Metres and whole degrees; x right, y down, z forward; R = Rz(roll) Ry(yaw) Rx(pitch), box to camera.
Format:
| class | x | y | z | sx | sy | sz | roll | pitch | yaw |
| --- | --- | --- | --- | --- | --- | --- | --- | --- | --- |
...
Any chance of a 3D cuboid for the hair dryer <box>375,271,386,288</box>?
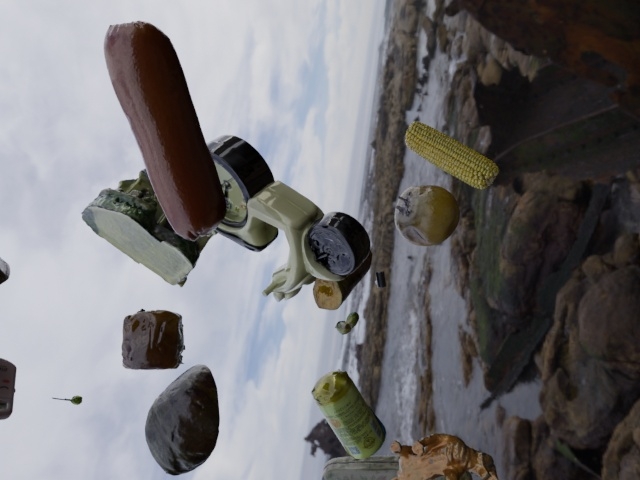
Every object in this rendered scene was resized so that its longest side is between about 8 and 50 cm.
| class | x | y | z | sx | sy | sz | roll | pitch | yaw |
| --- | --- | --- | --- | --- | --- | --- | --- | --- | --- |
| hair dryer | 0.172 | 0.116 | 1.337 | 0.083 | 0.026 | 0.047 | 91 | 173 | -81 |

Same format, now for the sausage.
| class | x | y | z | sx | sy | sz | roll | pitch | yaw |
| --- | --- | --- | --- | --- | --- | --- | --- | --- | --- |
| sausage | -0.205 | -0.142 | 0.627 | 0.089 | 0.083 | 0.300 | -41 | -61 | -51 |

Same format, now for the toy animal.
| class | x | y | z | sx | sy | sz | roll | pitch | yaw |
| --- | --- | --- | --- | --- | --- | --- | --- | --- | --- |
| toy animal | 0.158 | 0.397 | 0.784 | 0.116 | 0.255 | 0.114 | 15 | -132 | -49 |

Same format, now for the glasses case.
| class | x | y | z | sx | sy | sz | roll | pitch | yaw |
| --- | --- | --- | --- | --- | --- | --- | --- | --- | --- |
| glasses case | 0.211 | 0.687 | 1.306 | 0.098 | 0.425 | 0.156 | -63 | -39 | -65 |

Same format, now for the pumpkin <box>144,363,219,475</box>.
| class | x | y | z | sx | sy | sz | roll | pitch | yaw |
| --- | --- | --- | --- | --- | --- | --- | --- | --- | --- |
| pumpkin | -0.398 | 0.509 | 1.340 | 0.169 | 0.148 | 0.312 | 16 | -123 | -43 |

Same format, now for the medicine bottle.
| class | x | y | z | sx | sy | sz | roll | pitch | yaw |
| --- | --- | --- | --- | --- | --- | --- | --- | --- | --- |
| medicine bottle | 0.071 | 0.459 | 1.237 | 0.239 | 0.124 | 0.124 | 59 | -165 | -14 |

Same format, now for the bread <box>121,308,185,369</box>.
| class | x | y | z | sx | sy | sz | roll | pitch | yaw |
| --- | --- | --- | --- | --- | --- | --- | --- | --- | --- |
| bread | -0.729 | 0.436 | 2.014 | 0.225 | 0.250 | 0.279 | 166 | 104 | -84 |

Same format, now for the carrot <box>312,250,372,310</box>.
| class | x | y | z | sx | sy | sz | roll | pitch | yaw |
| --- | --- | --- | --- | --- | --- | --- | --- | --- | --- |
| carrot | 0.065 | 0.090 | 1.303 | 0.302 | 0.114 | 0.114 | -40 | -41 | -61 |

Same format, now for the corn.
| class | x | y | z | sx | sy | sz | roll | pitch | yaw |
| --- | --- | --- | --- | --- | --- | --- | --- | --- | --- |
| corn | 0.325 | -0.213 | 1.160 | 0.081 | 0.248 | 0.081 | -50 | -17 | -21 |

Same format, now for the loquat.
| class | x | y | z | sx | sy | sz | roll | pitch | yaw |
| --- | --- | --- | --- | --- | --- | --- | --- | --- | --- |
| loquat | 0.334 | -0.079 | 1.466 | 0.213 | 0.213 | 0.213 | 7 | -90 | -86 |

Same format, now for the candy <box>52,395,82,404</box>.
| class | x | y | z | sx | sy | sz | roll | pitch | yaw |
| --- | --- | --- | --- | --- | --- | --- | --- | --- | --- |
| candy | -0.947 | 0.594 | 1.721 | 0.123 | 0.035 | 0.035 | 36 | -114 | -55 |

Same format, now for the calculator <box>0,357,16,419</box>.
| class | x | y | z | sx | sy | sz | roll | pitch | yaw |
| --- | --- | --- | --- | --- | --- | --- | --- | --- | --- |
| calculator | -0.777 | 0.351 | 1.086 | 0.032 | 0.100 | 0.175 | -46 | 46 | 18 |

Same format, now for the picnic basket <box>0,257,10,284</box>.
| class | x | y | z | sx | sy | sz | roll | pitch | yaw |
| --- | --- | --- | --- | --- | --- | --- | --- | --- | --- |
| picnic basket | -1.079 | 0.109 | 1.503 | 0.193 | 0.110 | 0.054 | 18 | 136 | 54 |

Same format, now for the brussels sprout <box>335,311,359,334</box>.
| class | x | y | z | sx | sy | sz | roll | pitch | yaw |
| --- | --- | --- | --- | --- | --- | --- | --- | --- | --- |
| brussels sprout | 0.086 | 0.260 | 1.445 | 0.083 | 0.046 | 0.051 | -45 | 29 | 14 |

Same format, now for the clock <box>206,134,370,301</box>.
| class | x | y | z | sx | sy | sz | roll | pitch | yaw |
| --- | --- | --- | --- | --- | --- | --- | --- | --- | --- |
| clock | -0.099 | -0.026 | 0.865 | 0.120 | 0.379 | 0.276 | -42 | -16 | -37 |

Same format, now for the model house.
| class | x | y | z | sx | sy | sz | roll | pitch | yaw |
| --- | --- | --- | --- | --- | --- | --- | --- | --- | --- |
| model house | -0.418 | -0.075 | 1.252 | 0.261 | 0.321 | 0.266 | -32 | 24 | 52 |
